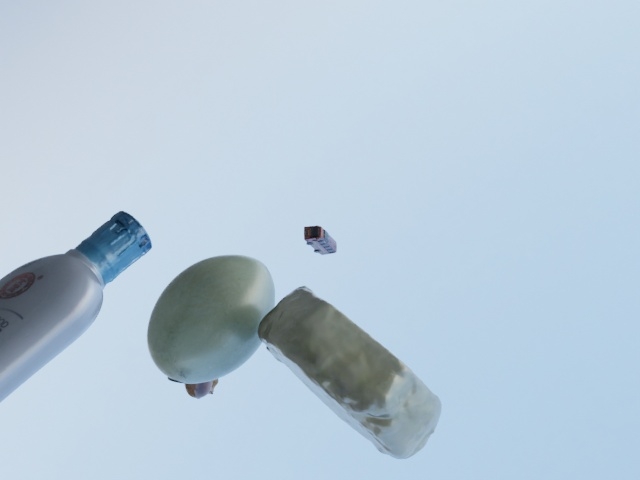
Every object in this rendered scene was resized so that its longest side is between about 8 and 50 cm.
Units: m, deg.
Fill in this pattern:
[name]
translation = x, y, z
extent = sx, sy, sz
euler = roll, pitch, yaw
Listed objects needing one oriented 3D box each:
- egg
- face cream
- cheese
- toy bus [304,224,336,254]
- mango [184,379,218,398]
[egg]
translation = -0.183, 0.131, 1.805
extent = 0.253, 0.186, 0.186
euler = -49, -155, -8
[face cream]
translation = -0.334, 0.087, 1.218
extent = 0.337, 0.080, 0.163
euler = -42, -145, -26
[cheese]
translation = 0.040, 0.200, 1.642
extent = 0.115, 0.318, 0.326
euler = -47, -148, -8
[toy bus]
translation = 0.000, 0.000, 2.102
extent = 0.043, 0.110, 0.031
euler = -6, -108, 16
[mango]
translation = -0.262, 0.291, 2.311
extent = 0.063, 0.127, 0.077
euler = 28, -133, 27
